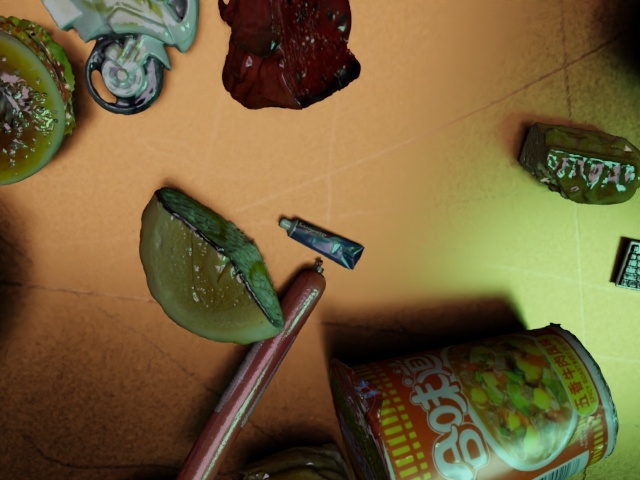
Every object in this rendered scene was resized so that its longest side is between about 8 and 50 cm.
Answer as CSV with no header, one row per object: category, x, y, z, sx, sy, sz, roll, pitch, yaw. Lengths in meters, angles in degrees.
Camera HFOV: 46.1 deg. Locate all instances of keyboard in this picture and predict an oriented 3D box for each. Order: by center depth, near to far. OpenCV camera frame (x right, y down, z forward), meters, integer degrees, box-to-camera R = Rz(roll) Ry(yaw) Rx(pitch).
keyboard,0.356,0.034,0.742,0.129,0.015,0.049,11,101,-9

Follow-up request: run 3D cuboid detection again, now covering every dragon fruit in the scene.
dragon fruit,-0.022,-0.202,0.605,0.122,0.092,0.192,-3,103,-6

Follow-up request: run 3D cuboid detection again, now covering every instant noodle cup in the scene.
instant noodle cup,0.137,0.164,0.674,0.212,0.193,0.193,-17,104,-10

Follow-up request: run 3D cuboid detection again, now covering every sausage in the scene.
sausage,-0.062,0.126,0.679,0.034,0.034,0.253,33,82,-13

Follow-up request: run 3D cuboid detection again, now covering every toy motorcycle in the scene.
toy motorcycle,-0.162,-0.222,0.595,0.151,0.074,0.228,-26,103,-3

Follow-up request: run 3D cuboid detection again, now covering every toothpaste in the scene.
toothpaste,0.000,0.000,0.692,0.083,0.019,0.027,26,75,-12

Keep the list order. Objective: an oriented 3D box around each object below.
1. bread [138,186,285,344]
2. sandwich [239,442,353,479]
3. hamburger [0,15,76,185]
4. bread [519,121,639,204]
bread,-0.097,0.035,0.654,0.157,0.083,0.094,35,98,-1
sandwich,-0.077,0.336,0.720,0.273,0.095,0.249,-14,102,-3
hamburger,-0.260,-0.110,0.603,0.141,0.081,0.126,-28,104,1
bread,0.242,-0.067,0.686,0.110,0.060,0.066,9,72,-10
